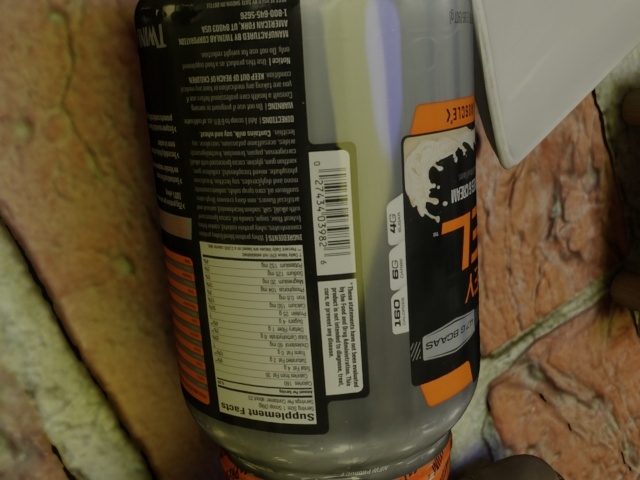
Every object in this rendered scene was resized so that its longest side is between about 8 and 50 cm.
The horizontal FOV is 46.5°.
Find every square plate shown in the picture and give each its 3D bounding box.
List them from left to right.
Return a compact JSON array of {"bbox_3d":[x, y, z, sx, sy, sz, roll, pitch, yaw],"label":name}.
[{"bbox_3d":[0.173,-0.283,0.521,0.347,0.049,0.343,-42,125,-30],"label":"square plate"}]

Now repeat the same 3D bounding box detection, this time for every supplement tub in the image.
[{"bbox_3d":[0.000,0.000,0.463,0.194,0.194,0.315,-12,107,-27],"label":"supplement tub"}]

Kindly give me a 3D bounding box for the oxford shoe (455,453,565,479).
[{"bbox_3d":[0.061,0.255,0.594,0.348,0.123,0.130,-26,108,-23],"label":"oxford shoe"}]

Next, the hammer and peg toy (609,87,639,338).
[{"bbox_3d":[0.459,-0.039,0.750,0.362,0.127,0.265,-7,104,-28],"label":"hammer and peg toy"}]
